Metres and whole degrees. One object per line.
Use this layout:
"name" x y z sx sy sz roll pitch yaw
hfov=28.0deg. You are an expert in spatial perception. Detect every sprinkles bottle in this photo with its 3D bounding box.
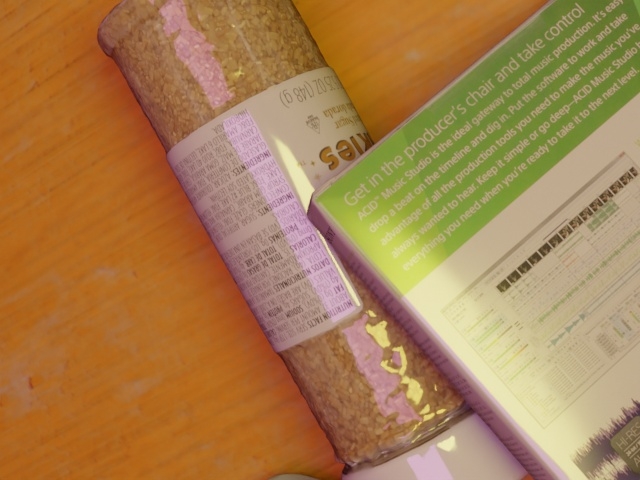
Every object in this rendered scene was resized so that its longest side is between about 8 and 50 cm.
"sprinkles bottle" 0.000 0.000 0.772 0.121 0.121 0.355 -30 89 22

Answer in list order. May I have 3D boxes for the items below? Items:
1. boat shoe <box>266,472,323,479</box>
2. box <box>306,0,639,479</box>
"boat shoe" 0.053 0.229 0.824 0.228 0.080 0.076 20 123 12
"box" 0.181 0.029 0.693 0.232 0.058 0.322 -39 86 -11
